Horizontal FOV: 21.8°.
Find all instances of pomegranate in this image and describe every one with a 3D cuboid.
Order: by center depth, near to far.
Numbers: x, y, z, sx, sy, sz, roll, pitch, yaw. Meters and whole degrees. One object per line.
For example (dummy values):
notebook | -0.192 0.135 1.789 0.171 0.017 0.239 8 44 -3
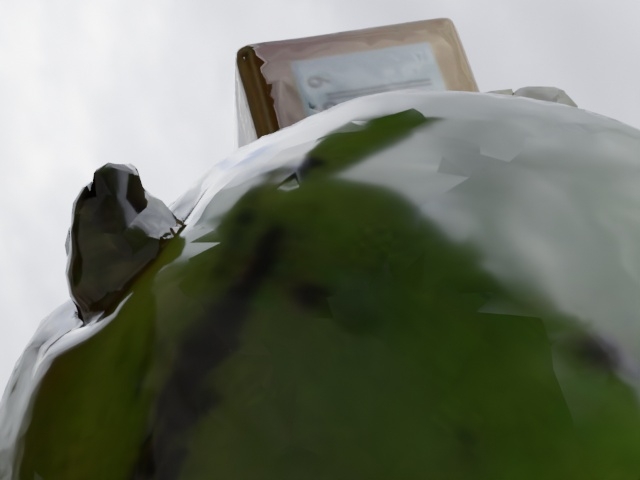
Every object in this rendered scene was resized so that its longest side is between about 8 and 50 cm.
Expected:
pomegranate | 0.053 0.118 0.421 0.340 0.260 0.260 52 -24 0

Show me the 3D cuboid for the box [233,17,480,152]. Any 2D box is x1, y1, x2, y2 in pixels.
box | 0.051 0.140 0.762 0.264 0.116 0.415 97 -19 -53
